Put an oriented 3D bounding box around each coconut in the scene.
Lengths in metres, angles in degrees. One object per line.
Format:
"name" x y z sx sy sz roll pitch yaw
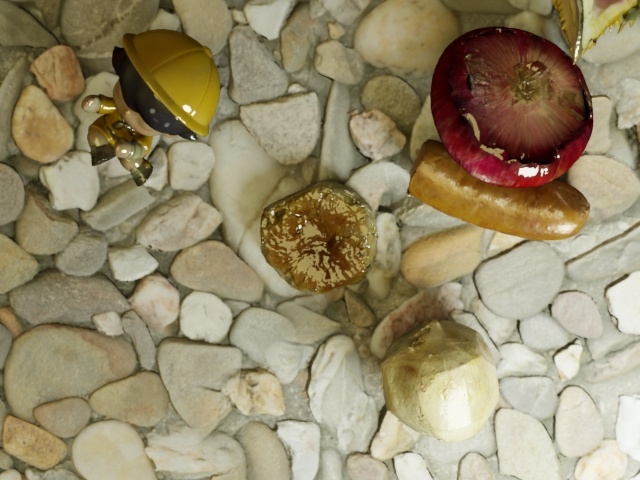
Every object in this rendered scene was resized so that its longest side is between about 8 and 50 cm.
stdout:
"coconut" 0.182 0.208 1.606 0.194 0.194 0.194 3 105 12

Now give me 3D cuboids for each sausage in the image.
"sausage" 0.264 -0.066 1.550 0.270 0.109 0.109 17 108 8

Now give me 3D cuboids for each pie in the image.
"pie" 0.000 0.000 1.658 0.195 0.046 0.195 3 107 11

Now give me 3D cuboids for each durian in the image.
"durian" 0.378 -0.412 1.414 0.195 0.185 0.305 -20 93 -10

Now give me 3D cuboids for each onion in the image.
"onion" 0.264 -0.185 1.473 0.248 0.248 0.161 43 139 -1

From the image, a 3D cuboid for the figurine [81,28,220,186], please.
"figurine" -0.262 -0.215 1.602 0.192 0.167 0.257 43 132 -15
